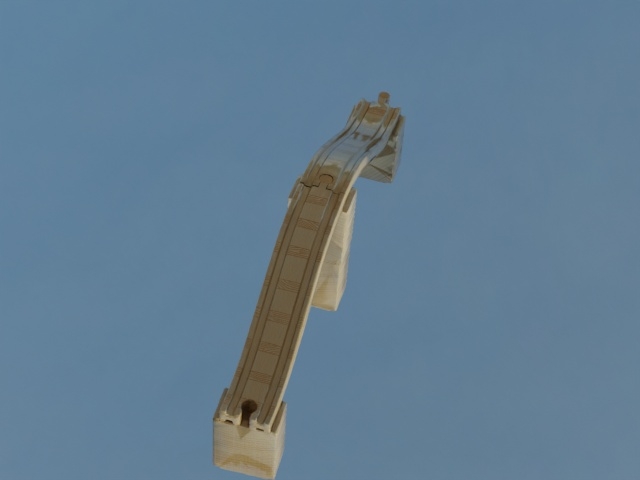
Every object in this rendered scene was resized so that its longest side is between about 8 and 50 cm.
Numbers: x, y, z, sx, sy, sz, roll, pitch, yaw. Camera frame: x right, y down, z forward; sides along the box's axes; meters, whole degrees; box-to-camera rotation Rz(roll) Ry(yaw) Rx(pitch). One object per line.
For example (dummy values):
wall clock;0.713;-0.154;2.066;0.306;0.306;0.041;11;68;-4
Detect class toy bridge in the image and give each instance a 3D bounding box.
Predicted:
toy bridge;0.000;0.000;0.530;0.026;0.063;0.188;14;-133;10
